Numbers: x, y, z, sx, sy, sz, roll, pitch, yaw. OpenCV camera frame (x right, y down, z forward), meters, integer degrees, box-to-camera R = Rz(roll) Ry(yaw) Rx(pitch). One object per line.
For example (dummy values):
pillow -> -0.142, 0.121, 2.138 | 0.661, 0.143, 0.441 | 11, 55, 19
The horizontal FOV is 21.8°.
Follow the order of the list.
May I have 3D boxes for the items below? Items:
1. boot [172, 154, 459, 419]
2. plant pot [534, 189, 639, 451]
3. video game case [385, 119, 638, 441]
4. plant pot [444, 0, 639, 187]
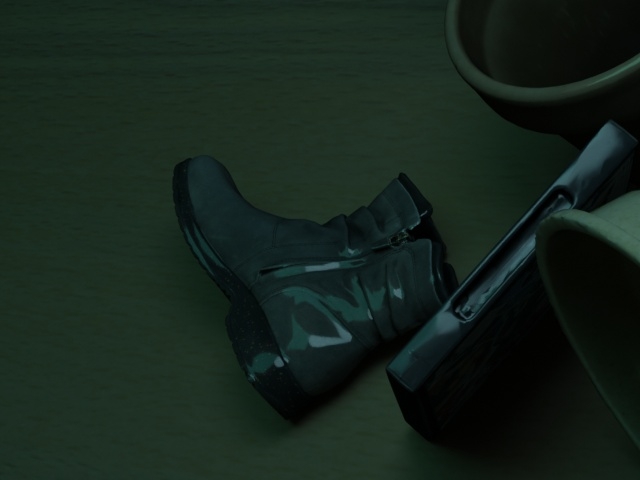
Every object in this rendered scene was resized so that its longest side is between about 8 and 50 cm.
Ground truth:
boot -> 0.000, 0.000, 1.605 | 0.223, 0.118, 0.338 | -33, 51, 6
plant pot -> 0.367, 0.035, 1.127 | 0.305, 0.334, 0.334 | -35, 38, -9
video game case -> 0.153, 0.043, 1.325 | 0.035, 0.275, 0.248 | 41, 84, 14
plant pot -> 0.269, -0.161, 1.413 | 0.263, 0.229, 0.263 | -21, 48, 25
